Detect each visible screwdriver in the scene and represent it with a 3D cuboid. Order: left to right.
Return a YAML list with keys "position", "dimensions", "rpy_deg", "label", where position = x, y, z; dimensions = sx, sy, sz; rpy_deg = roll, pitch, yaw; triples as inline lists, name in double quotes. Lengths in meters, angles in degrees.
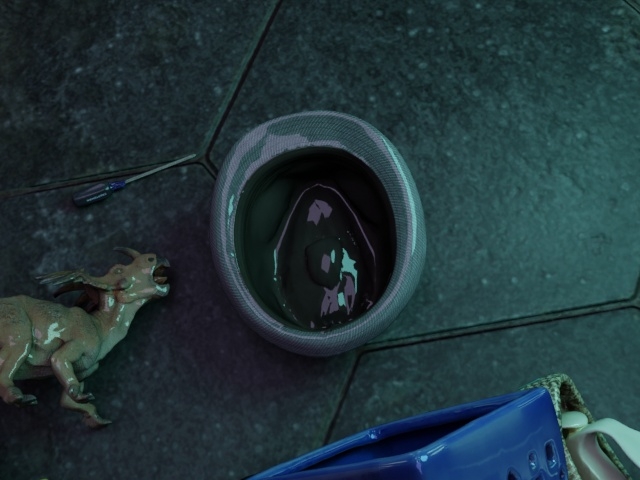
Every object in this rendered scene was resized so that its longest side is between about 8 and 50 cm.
- position: [-0.241, -0.078, 1.125]
  dimensions: [0.169, 0.024, 0.025]
  rpy_deg: [-17, 98, -7]
  label: "screwdriver"

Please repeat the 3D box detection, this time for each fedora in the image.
- position: [0.000, 0.000, 1.007]
  dimensions: [0.243, 0.124, 0.276]
  rpy_deg: [-16, 77, 3]
  label: "fedora"

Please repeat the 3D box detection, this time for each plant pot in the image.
- position: [0.092, 0.277, 0.776]
  dimensions: [0.235, 0.236, 0.212]
  rpy_deg: [-22, 81, 40]
  label: "plant pot"

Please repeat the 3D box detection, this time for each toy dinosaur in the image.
- position: [-0.320, 0.102, 0.967]
  dimensions: [0.295, 0.127, 0.201]
  rpy_deg: [4, 60, -35]
  label: "toy dinosaur"

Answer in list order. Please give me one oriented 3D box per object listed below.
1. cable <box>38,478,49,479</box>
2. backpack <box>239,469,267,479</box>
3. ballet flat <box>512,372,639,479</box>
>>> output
- position: [-0.408, 0.336, 0.978]
  dimensions: [0.287, 0.072, 0.140]
  rpy_deg: [-1, 78, 19]
  label: "cable"
- position: [-0.187, 0.415, 0.826]
  dimensions: [0.355, 0.273, 0.290]
  rpy_deg: [-22, 72, 17]
  label: "backpack"
- position: [0.340, 0.326, 0.805]
  dimensions: [0.483, 0.164, 0.182]
  rpy_deg: [52, 119, 23]
  label: "ballet flat"
